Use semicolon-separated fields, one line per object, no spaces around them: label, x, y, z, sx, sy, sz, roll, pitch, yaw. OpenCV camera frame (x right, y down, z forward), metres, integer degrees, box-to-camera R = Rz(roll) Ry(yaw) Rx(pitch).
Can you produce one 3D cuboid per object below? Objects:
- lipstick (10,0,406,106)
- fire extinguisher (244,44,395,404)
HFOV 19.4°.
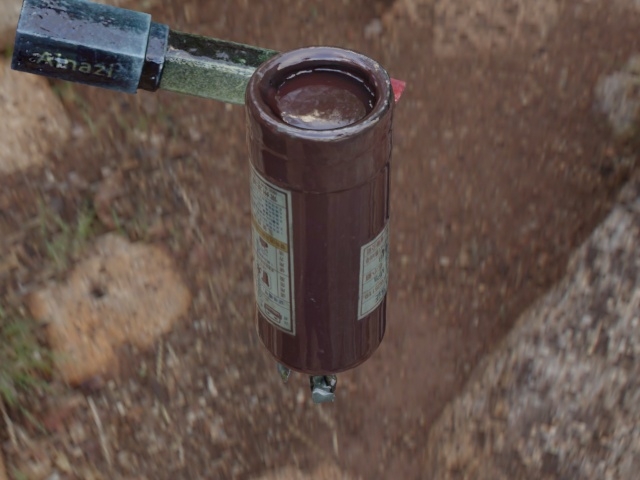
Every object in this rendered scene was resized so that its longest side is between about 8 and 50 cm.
lipstick;-0.086;-0.135;1.486;0.312;0.051;0.051;12;50;-9
fire extinguisher;0.000;0.000;0.961;0.071;0.231;0.099;-3;46;-2
